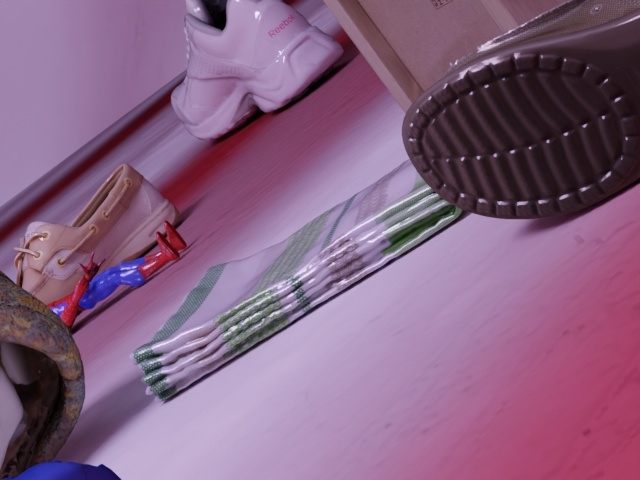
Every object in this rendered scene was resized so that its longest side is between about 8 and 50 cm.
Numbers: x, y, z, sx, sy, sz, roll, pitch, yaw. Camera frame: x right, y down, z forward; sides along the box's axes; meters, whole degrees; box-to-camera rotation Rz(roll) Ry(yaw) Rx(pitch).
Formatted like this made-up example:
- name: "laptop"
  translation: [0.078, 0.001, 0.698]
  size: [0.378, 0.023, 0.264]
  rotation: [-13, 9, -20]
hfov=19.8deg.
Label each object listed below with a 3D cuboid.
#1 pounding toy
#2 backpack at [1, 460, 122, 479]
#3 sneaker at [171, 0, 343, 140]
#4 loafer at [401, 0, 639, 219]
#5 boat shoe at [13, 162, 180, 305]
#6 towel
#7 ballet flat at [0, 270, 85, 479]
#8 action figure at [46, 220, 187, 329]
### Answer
- name: "pounding toy"
  translation: [0.060, -0.129, 0.803]
  size: [0.100, 0.130, 0.141]
  rotation: [-41, 10, -26]
- name: "backpack"
  translation: [-0.076, 0.091, 0.339]
  size: [0.101, 0.098, 0.120]
  rotation: [-18, -8, -24]
- name: "sneaker"
  translation: [-0.069, -0.155, 1.450]
  size: [0.090, 0.115, 0.232]
  rotation: [-41, 10, -27]
- name: "loafer"
  translation: [0.093, -0.050, 0.542]
  size: [0.148, 0.056, 0.050]
  rotation: [-19, 16, 30]
- name: "boat shoe"
  translation: [-0.163, 0.012, 1.147]
  size: [0.063, 0.059, 0.170]
  rotation: [-25, 15, 51]
- name: "towel"
  translation: [0.000, 0.000, 0.721]
  size: [0.152, 0.023, 0.113]
  rotation: [-33, 11, 23]
- name: "ballet flat"
  translation: [-0.219, 0.131, 0.658]
  size: [0.348, 0.123, 0.123]
  rotation: [-44, 12, -29]
- name: "action figure"
  translation: [-0.131, 0.028, 1.055]
  size: [0.115, 0.030, 0.038]
  rotation: [-36, 14, 15]
